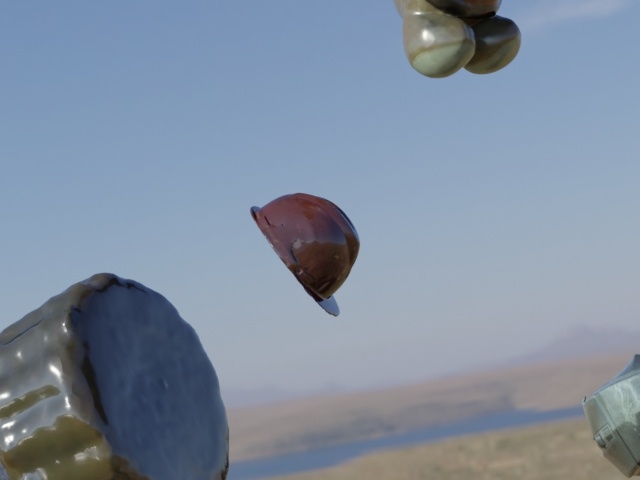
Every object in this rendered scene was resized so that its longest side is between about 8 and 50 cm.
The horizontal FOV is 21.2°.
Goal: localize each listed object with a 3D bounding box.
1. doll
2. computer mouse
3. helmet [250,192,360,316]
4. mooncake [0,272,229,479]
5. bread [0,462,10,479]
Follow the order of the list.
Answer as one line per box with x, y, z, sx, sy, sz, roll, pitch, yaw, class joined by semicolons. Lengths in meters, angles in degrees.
0.177;-0.332;1.772;0.235;0.174;0.330;-3;-50;-48;doll
0.365;0.214;2.023;0.071;0.126;0.231;-25;-13;-25;computer mouse
0.000;0.000;1.364;0.057;0.111;0.089;-39;-9;8;helmet
-0.182;0.149;1.447;0.124;0.228;0.228;-25;-11;22;mooncake
-0.393;0.368;2.068;0.143;0.323;0.333;-35;1;-2;bread
